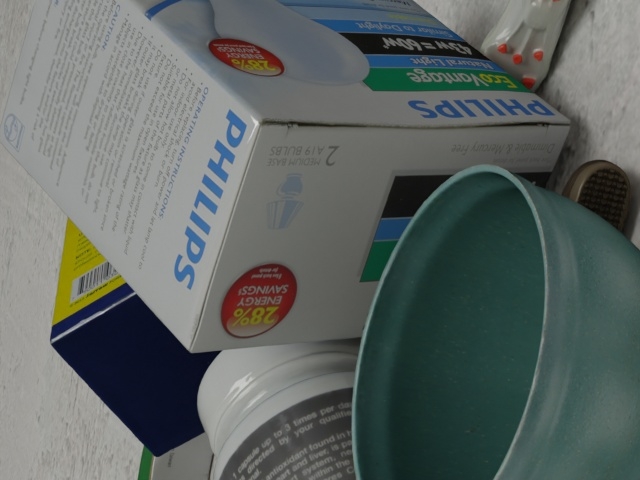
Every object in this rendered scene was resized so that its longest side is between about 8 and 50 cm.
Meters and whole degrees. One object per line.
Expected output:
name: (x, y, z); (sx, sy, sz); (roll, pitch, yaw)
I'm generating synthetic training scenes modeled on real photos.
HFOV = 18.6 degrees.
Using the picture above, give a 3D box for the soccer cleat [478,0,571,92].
soccer cleat: (0.197, -0.203, 1.813); (0.076, 0.068, 0.196); (-57, -8, -54)

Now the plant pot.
plant pot: (0.175, 0.108, 1.489); (0.293, 0.196, 0.293); (-47, 35, 49)

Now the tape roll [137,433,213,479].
tape roll: (-0.119, 0.256, 2.238); (0.321, 0.077, 0.321); (-47, 35, 49)

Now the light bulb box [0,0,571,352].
light bulb box: (-0.039, -0.097, 1.765); (0.361, 0.358, 0.225); (43, 124, 41)

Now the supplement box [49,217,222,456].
supplement box: (-0.153, 0.027, 2.153); (0.195, 0.194, 0.356); (-30, 30, 17)

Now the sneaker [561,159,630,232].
sneaker: (0.213, 0.023, 1.649); (0.071, 0.066, 0.188); (-119, 51, -81)

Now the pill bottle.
pill bottle: (0.027, 0.243, 1.663); (0.204, 0.204, 0.361); (-61, 39, 31)
